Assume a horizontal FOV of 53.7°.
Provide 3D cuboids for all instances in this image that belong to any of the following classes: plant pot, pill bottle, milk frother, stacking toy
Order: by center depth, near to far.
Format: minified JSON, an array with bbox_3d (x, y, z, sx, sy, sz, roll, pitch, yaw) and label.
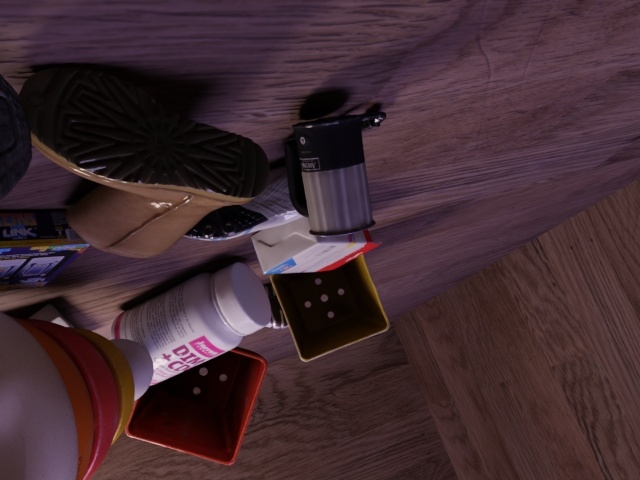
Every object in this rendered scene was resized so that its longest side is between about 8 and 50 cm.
[{"bbox_3d":[0.036,-0.089,0.789,0.143,0.134,0.129,-13,-166,-20],"label":"milk frother"},{"bbox_3d":[-0.401,0.246,0.949,0.351,0.350,0.480,-25,173,12],"label":"stacking toy"},{"bbox_3d":[-0.249,0.159,1.230,0.283,0.160,0.160,-27,165,17],"label":"pill bottle"},{"bbox_3d":[0.016,0.140,1.489,0.212,0.212,0.187,-21,178,-4],"label":"plant pot"},{"bbox_3d":[-0.300,0.360,1.591,0.268,0.267,0.236,19,-179,-7],"label":"plant pot"}]

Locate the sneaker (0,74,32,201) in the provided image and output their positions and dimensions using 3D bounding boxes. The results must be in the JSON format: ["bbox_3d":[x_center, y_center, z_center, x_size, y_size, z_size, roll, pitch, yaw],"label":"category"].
[{"bbox_3d":[-0.399,-0.057,0.378,0.411,0.157,0.182,-13,-166,-37],"label":"sneaker"}]

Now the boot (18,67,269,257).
[{"bbox_3d":[-0.212,-0.052,0.648,0.236,0.089,0.270,21,156,-32],"label":"boot"}]

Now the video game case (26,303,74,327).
[{"bbox_3d":[-0.576,0.268,1.134,0.329,0.036,0.300,-39,167,-19],"label":"video game case"}]

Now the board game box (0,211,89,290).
[{"bbox_3d":[-0.382,0.016,0.745,0.141,0.048,0.170,-30,163,37],"label":"board game box"}]

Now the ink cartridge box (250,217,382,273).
[{"bbox_3d":[0.000,0.000,1.176,0.134,0.077,0.231,-29,164,30],"label":"ink cartridge box"}]

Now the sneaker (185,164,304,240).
[{"bbox_3d":[-0.092,-0.050,0.864,0.237,0.085,0.086,-14,173,-14],"label":"sneaker"}]

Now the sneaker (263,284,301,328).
[{"bbox_3d":[-0.193,0.178,1.540,0.282,0.106,0.163,7,156,-44],"label":"sneaker"}]
